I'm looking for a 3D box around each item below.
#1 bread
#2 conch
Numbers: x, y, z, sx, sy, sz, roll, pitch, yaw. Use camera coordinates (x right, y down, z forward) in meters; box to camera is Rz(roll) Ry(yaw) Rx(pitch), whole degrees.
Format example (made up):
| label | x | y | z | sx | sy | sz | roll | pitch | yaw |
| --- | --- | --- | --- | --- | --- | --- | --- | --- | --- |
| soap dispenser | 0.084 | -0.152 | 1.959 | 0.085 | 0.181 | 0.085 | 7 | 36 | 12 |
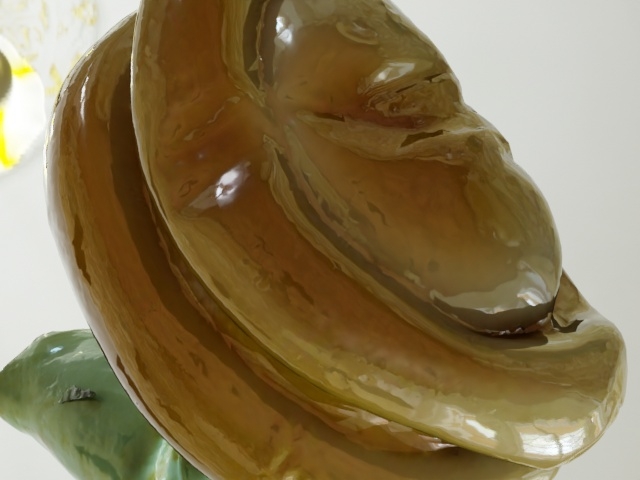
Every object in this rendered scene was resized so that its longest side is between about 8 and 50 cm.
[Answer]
| label | x | y | z | sx | sy | sz | roll | pitch | yaw |
| --- | --- | --- | --- | --- | --- | --- | --- | --- | --- |
| bread | 0.022 | -0.013 | 0.768 | 0.329 | 0.245 | 0.424 | -13 | -116 | -52 |
| conch | -0.135 | 0.130 | 0.919 | 0.137 | 0.250 | 0.143 | 8 | -72 | -45 |
